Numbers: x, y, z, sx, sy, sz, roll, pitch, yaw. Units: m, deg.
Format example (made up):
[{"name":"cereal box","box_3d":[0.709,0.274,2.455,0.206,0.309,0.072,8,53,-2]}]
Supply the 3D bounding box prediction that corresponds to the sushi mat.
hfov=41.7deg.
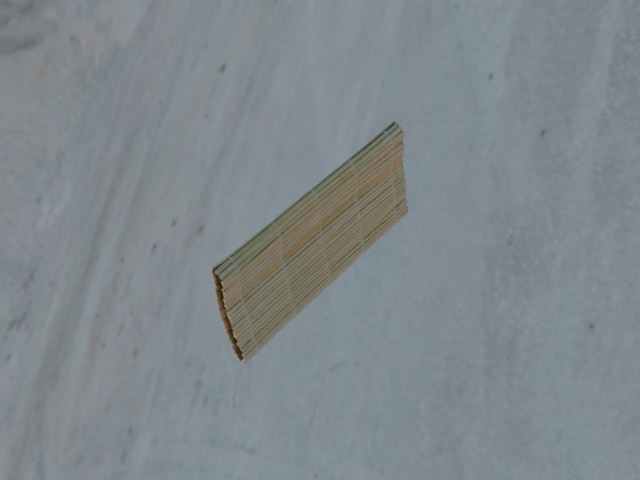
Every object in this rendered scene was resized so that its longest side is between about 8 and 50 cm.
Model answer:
[{"name":"sushi mat","box_3d":[0.000,0.000,1.000,0.316,0.019,0.151,-41,-39,-29]}]
